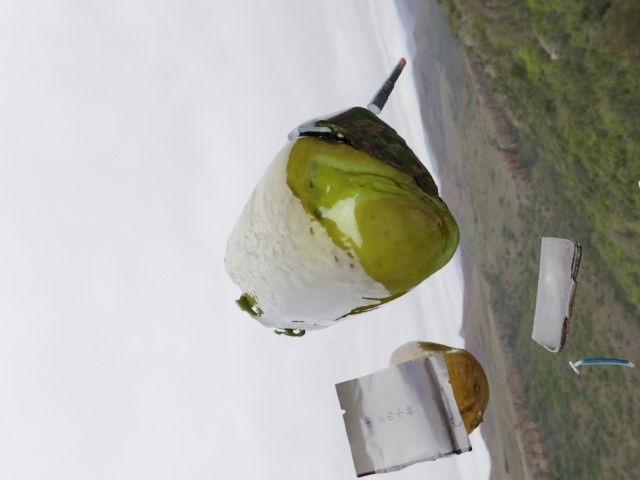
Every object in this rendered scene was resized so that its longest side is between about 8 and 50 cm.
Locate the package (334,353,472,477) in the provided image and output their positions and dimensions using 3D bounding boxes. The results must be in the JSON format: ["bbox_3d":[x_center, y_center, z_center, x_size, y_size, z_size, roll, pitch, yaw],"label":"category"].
[{"bbox_3d":[0.172,0.373,0.985,0.062,0.250,0.204,46,-153,-60],"label":"package"}]

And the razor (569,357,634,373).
[{"bbox_3d":[0.968,0.423,1.585,0.068,0.191,0.037,-36,-63,-73],"label":"razor"}]

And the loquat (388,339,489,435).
[{"bbox_3d":[0.317,0.414,1.284,0.276,0.283,0.276,-18,-67,-48],"label":"loquat"}]

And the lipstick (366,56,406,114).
[{"bbox_3d":[0.234,-0.543,1.601,0.234,0.053,0.053,-61,-32,-16],"label":"lipstick"}]

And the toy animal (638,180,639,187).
[{"bbox_3d":[0.785,-0.062,0.827,0.368,0.196,0.241,-108,-8,-65],"label":"toy animal"}]

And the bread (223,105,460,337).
[{"bbox_3d":[0.000,0.000,0.639,0.251,0.376,0.208,50,-121,-1],"label":"bread"}]

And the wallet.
[{"bbox_3d":[0.532,0.121,1.049,0.137,0.031,0.256,-128,42,-83],"label":"wallet"}]
